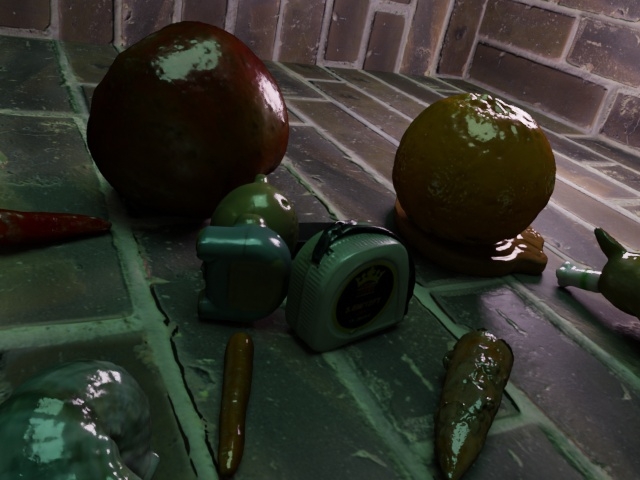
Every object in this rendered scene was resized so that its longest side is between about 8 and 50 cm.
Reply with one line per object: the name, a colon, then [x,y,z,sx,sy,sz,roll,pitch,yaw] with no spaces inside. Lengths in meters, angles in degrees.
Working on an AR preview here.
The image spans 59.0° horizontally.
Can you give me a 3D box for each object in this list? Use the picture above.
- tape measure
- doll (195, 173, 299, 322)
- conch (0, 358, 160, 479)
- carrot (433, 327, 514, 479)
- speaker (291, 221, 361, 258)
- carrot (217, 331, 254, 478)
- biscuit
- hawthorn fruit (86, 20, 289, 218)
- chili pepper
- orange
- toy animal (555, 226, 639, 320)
tape measure: [0.060,0.057,0.926,0.235,0.207,0.115,-13,34,-36]
doll: [-0.119,0.006,0.976,0.162,0.177,0.260,3,29,-2]
conch: [-0.225,0.222,0.539,0.277,0.220,0.195,4,44,38]
carrot: [0.206,0.233,0.784,0.102,0.101,0.263,20,34,16]
speaker: [0.000,0.000,1.178,0.218,0.044,0.082,-2,31,-24]
carrot: [-0.112,0.206,0.748,0.043,0.043,0.247,7,30,-9]
biscuit: [0.357,-0.036,1.370,0.365,0.062,0.385,4,28,-16]
hawthorn fruit: [-0.253,-0.213,1.166,0.403,0.402,0.402,9,27,-5]
chili pepper: [-0.506,-0.024,0.999,0.272,0.063,0.071,-2,30,-48]
orange: [0.327,-0.161,1.215,0.341,0.293,0.340,5,31,-3]
toy animal: [0.648,0.095,1.099,0.181,0.181,0.363,5,24,-20]
